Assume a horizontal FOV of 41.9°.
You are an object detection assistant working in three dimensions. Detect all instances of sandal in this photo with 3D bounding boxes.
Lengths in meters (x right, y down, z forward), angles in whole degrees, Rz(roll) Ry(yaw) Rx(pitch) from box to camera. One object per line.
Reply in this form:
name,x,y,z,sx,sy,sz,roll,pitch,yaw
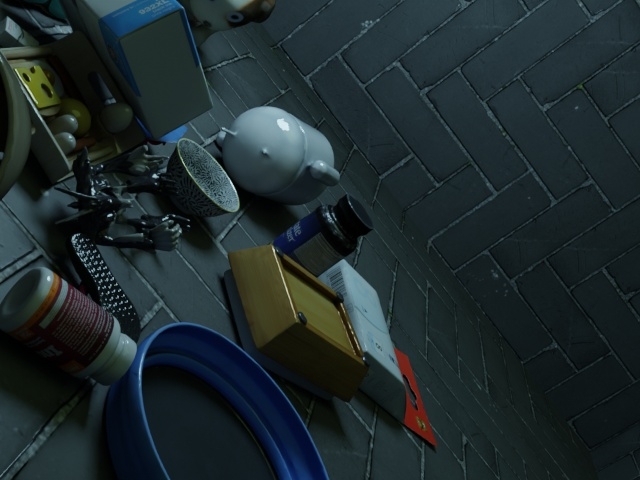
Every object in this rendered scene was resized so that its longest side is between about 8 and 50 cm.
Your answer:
sandal,-0.296,0.073,1.118,0.179,0.040,0.067,59,20,15

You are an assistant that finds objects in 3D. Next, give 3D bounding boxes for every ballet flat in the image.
ballet flat,-0.519,-0.469,1.563,0.067,0.073,0.206,42,10,12

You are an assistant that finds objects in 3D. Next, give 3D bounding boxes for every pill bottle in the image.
pill bottle,0.000,0.000,1.784,0.123,0.219,0.123,48,17,-20
pill bottle,-0.292,0.105,0.979,0.152,0.086,0.086,43,19,-32

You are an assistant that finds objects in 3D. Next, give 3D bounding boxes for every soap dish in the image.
soap dish,-0.039,0.152,1.548,0.291,0.118,0.229,39,21,-45

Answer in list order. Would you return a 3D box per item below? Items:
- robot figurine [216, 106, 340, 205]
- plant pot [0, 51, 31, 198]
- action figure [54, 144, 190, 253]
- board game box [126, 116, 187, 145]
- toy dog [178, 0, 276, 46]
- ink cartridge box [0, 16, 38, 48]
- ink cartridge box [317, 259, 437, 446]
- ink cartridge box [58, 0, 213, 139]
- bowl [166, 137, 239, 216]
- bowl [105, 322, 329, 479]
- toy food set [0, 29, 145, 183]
robot figurine,-0.096,-0.193,1.945,0.300,0.200,0.353,17,0,25
plant pot,-0.411,-0.120,0.883,0.256,0.256,0.274,53,0,-5
action figure,-0.279,-0.059,1.243,0.275,0.141,0.164,-16,98,-77
board game box,-0.324,-0.203,1.555,0.133,0.033,0.169,19,22,-5
toy dog,-0.261,-0.681,2.178,0.284,0.395,0.408,52,5,-39
ink cartridge box,-0.507,-0.334,1.379,0.083,0.028,0.048,40,22,-40
ink cartridge box,0.157,0.262,1.932,0.385,0.091,0.308,42,20,-33
ink cartridge box,-0.336,-0.362,1.470,0.307,0.129,0.223,47,-19,35
bowl,-0.238,-0.102,1.573,0.170,0.080,0.170,49,17,-20
bowl,-0.123,0.291,1.098,0.391,0.077,0.391,48,17,-20
toy food set,-0.393,-0.225,1.312,0.220,0.092,0.306,60,14,-9
